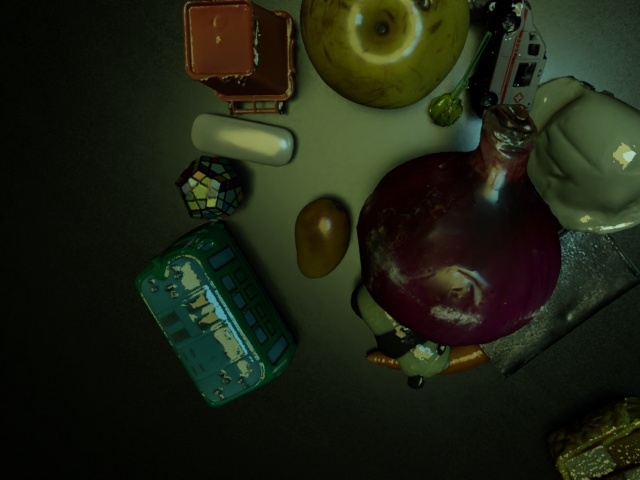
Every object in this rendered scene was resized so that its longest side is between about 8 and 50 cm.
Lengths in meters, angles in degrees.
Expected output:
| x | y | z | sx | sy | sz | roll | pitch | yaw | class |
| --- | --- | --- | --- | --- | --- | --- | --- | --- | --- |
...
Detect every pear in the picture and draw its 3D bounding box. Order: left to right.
| x | y | z | sx | sy | sz | roll | pitch | yaw | class |
| --- | --- | --- | --- | --- | --- | --- | --- | --- | --- |
| 0.100 | -0.347 | 0.824 | 0.280 | 0.281 | 0.281 | 2 | 102 | 8 | pear |

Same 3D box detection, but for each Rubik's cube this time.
| x | y | z | sx | sy | sz | roll | pitch | yaw | class |
| --- | --- | --- | --- | --- | --- | --- | --- | --- | --- |
| -0.216 | -0.100 | 0.999 | 0.132 | 0.133 | 0.112 | -4 | 72 | 9 | Rubik's cube |

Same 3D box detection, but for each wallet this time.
| x | y | z | sx | sy | sz | roll | pitch | yaw | class |
| --- | --- | --- | --- | --- | --- | --- | --- | --- | --- |
| 0.424 | 0.102 | 0.961 | 0.318 | 0.045 | 0.172 | -39 | 92 | 4 | wallet |

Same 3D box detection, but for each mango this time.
| x | y | z | sx | sy | sz | roll | pitch | yaw | class |
| --- | --- | --- | --- | --- | --- | --- | --- | --- | --- |
| 0.005 | -0.002 | 1.003 | 0.111 | 0.089 | 0.163 | 3 | 113 | 19 | mango |

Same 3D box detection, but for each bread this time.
| x | y | z | sx | sy | sz | roll | pitch | yaw | class |
| --- | --- | --- | --- | --- | --- | --- | --- | --- | --- |
| 0.568 | 0.422 | 1.005 | 0.222 | 0.096 | 0.182 | -34 | 95 | 16 | bread |

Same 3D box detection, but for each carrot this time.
| x | y | z | sx | sy | sz | roll | pitch | yaw | class |
| --- | --- | --- | --- | --- | --- | --- | --- | --- | --- |
| 0.228 | 0.242 | 1.038 | 0.270 | 0.062 | 0.066 | -14 | 132 | 15 | carrot |

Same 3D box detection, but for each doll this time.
| x | y | z | sx | sy | sz | roll | pitch | yaw | class |
| --- | --- | --- | --- | --- | --- | --- | --- | --- | --- |
| 0.156 | 0.161 | 0.980 | 0.143 | 0.135 | 0.234 | -33 | 90 | 11 | doll |

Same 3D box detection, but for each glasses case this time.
| x | y | z | sx | sy | sz | roll | pitch | yaw | class |
| --- | --- | --- | --- | --- | --- | --- | --- | --- | --- |
| -0.152 | -0.197 | 0.998 | 0.203 | 0.051 | 0.081 | 13 | 105 | 2 | glasses case |

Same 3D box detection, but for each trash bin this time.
| x | y | z | sx | sy | sz | roll | pitch | yaw | class |
| --- | --- | --- | --- | --- | --- | --- | --- | --- | --- |
| -0.137 | -0.310 | 0.877 | 0.161 | 0.239 | 0.185 | 1 | 104 | 8 | trash bin |

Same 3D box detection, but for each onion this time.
| x | y | z | sx | sy | sz | roll | pitch | yaw | class |
| --- | --- | --- | --- | --- | --- | --- | --- | --- | --- |
| 0.230 | -0.034 | 0.806 | 0.347 | 0.348 | 0.386 | 17 | 131 | 4 | onion |

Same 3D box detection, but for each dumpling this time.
| x | y | z | sx | sy | sz | roll | pitch | yaw | class |
| --- | --- | --- | --- | --- | --- | --- | --- | --- | --- |
| 0.457 | -0.138 | 0.887 | 0.175 | 0.244 | 0.227 | 22 | 126 | -31 | dumpling |

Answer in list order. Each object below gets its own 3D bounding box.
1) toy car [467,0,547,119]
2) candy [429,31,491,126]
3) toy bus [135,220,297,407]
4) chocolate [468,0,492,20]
| x | y | z | sx | sy | sz | roll | pitch | yaw | class |
| --- | --- | --- | --- | --- | --- | --- | --- | --- | --- |
| 0.319 | -0.306 | 0.852 | 0.108 | 0.090 | 0.210 | 1 | 129 | -2 | toy car |
| 0.242 | -0.272 | 0.876 | 0.058 | 0.062 | 0.194 | 20 | 146 | -1 | candy |
| -0.209 | 0.147 | 1.009 | 0.183 | 0.199 | 0.344 | -30 | 95 | 14 | toy bus |
| 0.248 | -0.492 | 0.852 | 0.110 | 0.110 | 0.248 | -8 | 101 | 10 | chocolate |
